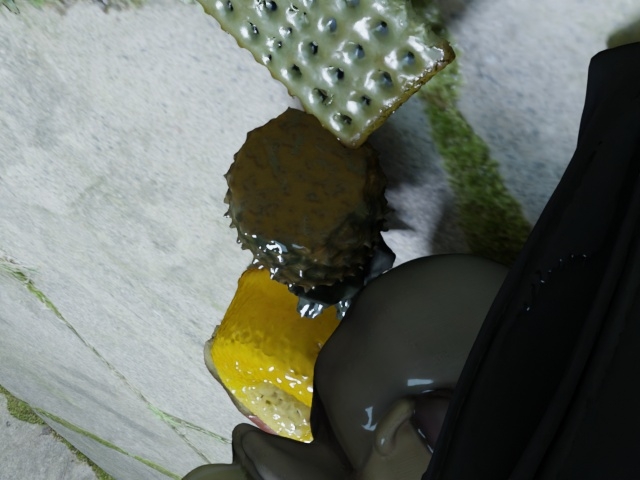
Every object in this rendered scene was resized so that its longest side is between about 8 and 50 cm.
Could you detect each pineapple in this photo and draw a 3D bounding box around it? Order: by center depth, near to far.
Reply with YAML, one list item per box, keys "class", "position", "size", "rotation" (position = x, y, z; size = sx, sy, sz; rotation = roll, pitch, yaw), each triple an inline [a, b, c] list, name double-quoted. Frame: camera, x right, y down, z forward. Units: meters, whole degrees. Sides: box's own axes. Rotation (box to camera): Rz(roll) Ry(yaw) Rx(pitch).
- class: "pineapple"
  position: [0.000, 0.000, 0.696]
  size: [0.125, 0.125, 0.251]
  rotation: [25, 164, 18]

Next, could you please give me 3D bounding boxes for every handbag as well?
- class: "handbag"
  position: [0.175, 0.112, 0.455]
  size: [0.152, 0.288, 0.342]
  rotation: [8, 145, 50]

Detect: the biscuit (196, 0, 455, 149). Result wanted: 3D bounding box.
- class: "biscuit"
  position: [-0.024, -0.145, 0.514]
  size: [0.203, 0.016, 0.144]
  rotation: [46, 152, -5]

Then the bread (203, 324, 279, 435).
- class: "bread"
  position: [-0.052, 0.182, 1.092]
  size: [0.192, 0.067, 0.119]
  rotation: [38, -174, -17]

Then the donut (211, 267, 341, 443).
- class: "donut"
  position: [0.020, 0.154, 0.929]
  size: [0.303, 0.110, 0.303]
  rotation: [28, 155, 14]

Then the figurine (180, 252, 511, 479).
- class: "figurine"
  position: [0.034, 0.140, 0.634]
  size: [0.203, 0.381, 0.248]
  rotation: [60, 165, 26]
